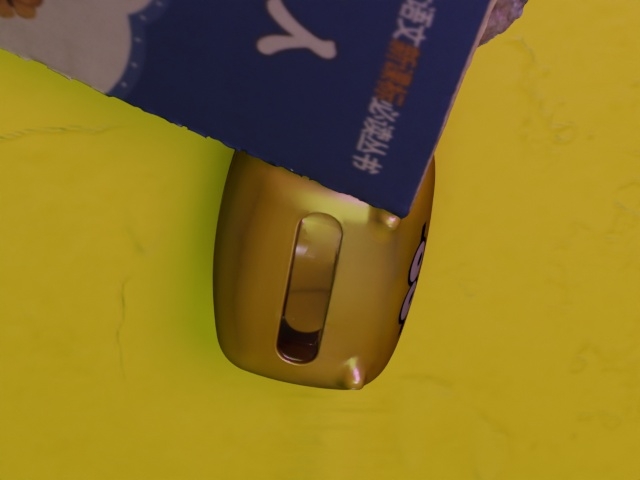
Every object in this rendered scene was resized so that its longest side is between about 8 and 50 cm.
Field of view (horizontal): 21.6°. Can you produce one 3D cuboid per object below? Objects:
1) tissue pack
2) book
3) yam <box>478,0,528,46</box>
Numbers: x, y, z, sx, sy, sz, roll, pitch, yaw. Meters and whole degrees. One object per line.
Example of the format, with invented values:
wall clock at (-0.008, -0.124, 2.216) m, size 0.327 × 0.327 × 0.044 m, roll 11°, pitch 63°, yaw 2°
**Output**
tissue pack at (0.000, 0.000, 0.983) m, size 0.123 × 0.127 × 0.178 m, roll 10°, pitch 120°, yaw -3°
book at (-0.112, -0.195, 0.805) m, size 0.428 × 0.039 × 0.300 m, roll 23°, pitch 138°, yaw 5°
yam at (-0.009, -0.247, 0.838) m, size 0.133 × 0.133 × 0.330 m, roll -30°, pitch 112°, yaw 17°
